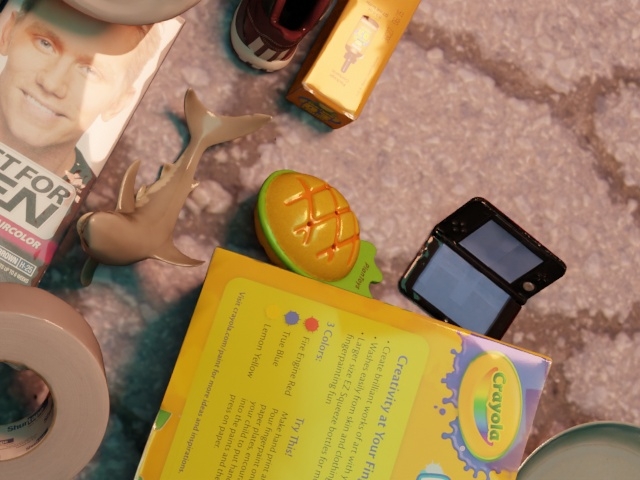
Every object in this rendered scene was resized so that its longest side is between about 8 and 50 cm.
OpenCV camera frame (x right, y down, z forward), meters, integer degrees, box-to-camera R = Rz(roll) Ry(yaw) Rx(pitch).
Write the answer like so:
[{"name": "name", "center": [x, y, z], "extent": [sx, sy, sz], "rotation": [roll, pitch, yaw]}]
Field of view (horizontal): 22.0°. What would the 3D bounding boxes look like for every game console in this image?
[{"name": "game console", "center": [0.188, 0.041, 1.894], "extent": [0.144, 0.124, 0.085], "rotation": [38, 46, -14]}]

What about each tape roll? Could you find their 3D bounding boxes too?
[{"name": "tape roll", "center": [-0.321, 0.153, 1.639], "extent": [0.219, 0.072, 0.219], "rotation": [-5, 115, -10]}]

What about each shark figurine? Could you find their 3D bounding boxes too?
[{"name": "shark figurine", "center": [-0.157, -0.027, 1.752], "extent": [0.116, 0.166, 0.278], "rotation": [29, 45, 11]}]

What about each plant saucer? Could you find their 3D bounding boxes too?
[{"name": "plant saucer", "center": [0.331, 0.370, 1.934], "extent": [0.317, 0.043, 0.318], "rotation": [2, 84, -20]}]

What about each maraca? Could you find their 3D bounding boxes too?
[{"name": "maraca", "center": [0.000, 0.000, 1.816], "extent": [0.185, 0.099, 0.127], "rotation": [43, 47, -21]}]

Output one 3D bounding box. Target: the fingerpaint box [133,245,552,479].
[{"name": "fingerpaint box", "center": [-0.007, 0.282, 1.702], "extent": [0.371, 0.163, 0.445], "rotation": [18, 78, 1]}]

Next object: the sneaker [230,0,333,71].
[{"name": "sneaker", "center": [-0.007, -0.329, 1.814], "extent": [0.106, 0.162, 0.281], "rotation": [16, 79, -19]}]

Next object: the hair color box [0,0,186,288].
[{"name": "hair color box", "center": [-0.303, -0.123, 1.711], "extent": [0.174, 0.105, 0.347], "rotation": [31, 74, -16]}]

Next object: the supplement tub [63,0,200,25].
[{"name": "supplement tub", "center": [-0.168, -0.396, 1.684], "extent": [0.207, 0.207, 0.338], "rotation": [29, 45, -16]}]

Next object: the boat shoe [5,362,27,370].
[{"name": "boat shoe", "center": [-0.374, 0.089, 1.686], "extent": [0.184, 0.066, 0.063], "rotation": [35, 88, -17]}]

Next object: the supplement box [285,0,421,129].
[{"name": "supplement box", "center": [0.050, -0.244, 1.874], "extent": [0.078, 0.080, 0.233], "rotation": [33, 72, -14]}]
